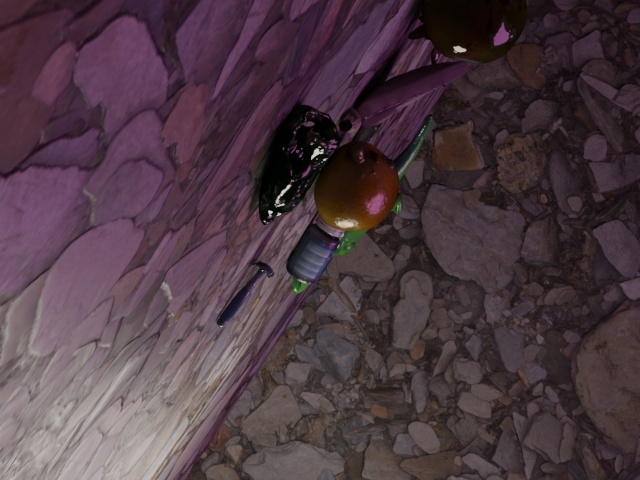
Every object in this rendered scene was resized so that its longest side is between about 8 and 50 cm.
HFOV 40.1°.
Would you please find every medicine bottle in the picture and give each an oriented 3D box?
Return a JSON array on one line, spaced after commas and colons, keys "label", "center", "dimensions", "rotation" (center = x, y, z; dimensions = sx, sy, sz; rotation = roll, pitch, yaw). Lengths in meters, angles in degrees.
[{"label": "medicine bottle", "center": [0.000, 0.000, 2.017], "dimensions": [0.203, 0.084, 0.083], "rotation": [-60, 175, 20]}]

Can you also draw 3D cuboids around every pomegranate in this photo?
[{"label": "pomegranate", "center": [0.243, -0.379, 1.498], "dimensions": [0.181, 0.181, 0.224], "rotation": [-55, -165, -26]}]

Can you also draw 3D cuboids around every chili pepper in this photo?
[{"label": "chili pepper", "center": [-0.043, -0.082, 1.128], "dimensions": [0.108, 0.062, 0.216], "rotation": [-46, 170, -36]}]

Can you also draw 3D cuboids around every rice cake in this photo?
[{"label": "rice cake", "center": [0.065, -0.174, 1.812], "dimensions": [0.207, 0.033, 0.033], "rotation": [-57, -175, 16]}]

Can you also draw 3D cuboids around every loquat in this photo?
[{"label": "loquat", "center": [0.068, -0.104, 1.612], "dimensions": [0.172, 0.150, 0.204], "rotation": [-52, 159, -33]}]

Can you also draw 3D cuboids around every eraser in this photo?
[{"label": "eraser", "center": [0.136, -0.264, 1.591], "dimensions": [0.204, 0.059, 0.243], "rotation": [-26, 180, 36]}]

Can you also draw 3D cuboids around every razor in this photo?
[{"label": "razor", "center": [-0.139, 0.097, 1.547], "dimensions": [0.135, 0.040, 0.068], "rotation": [-50, 175, 5]}]

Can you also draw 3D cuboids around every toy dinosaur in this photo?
[{"label": "toy dinosaur", "center": [0.090, -0.101, 2.275], "dimensions": [0.374, 0.144, 0.500], "rotation": [-38, 161, -38]}]

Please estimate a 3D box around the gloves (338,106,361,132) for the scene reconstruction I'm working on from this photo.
[{"label": "gloves", "center": [0.048, -0.197, 1.477], "dimensions": [0.044, 0.037, 0.081], "rotation": [-18, -156, 30]}]
